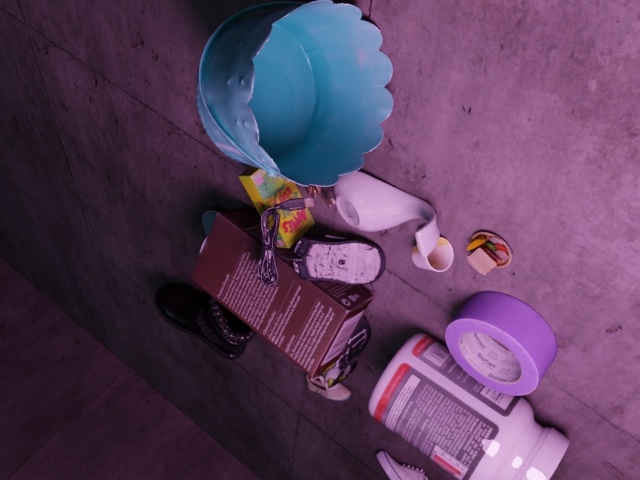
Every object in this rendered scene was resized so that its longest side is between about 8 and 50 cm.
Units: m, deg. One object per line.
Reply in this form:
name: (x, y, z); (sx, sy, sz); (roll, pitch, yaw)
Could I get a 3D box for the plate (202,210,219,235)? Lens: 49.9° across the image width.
plate: (-0.228, -0.005, 1.766); (0.188, 0.024, 0.188); (31, 146, 24)

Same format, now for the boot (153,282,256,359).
boot: (-0.342, 0.206, 2.040); (0.348, 0.131, 0.260); (31, 155, 3)

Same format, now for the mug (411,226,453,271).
mug: (0.202, 0.019, 1.261); (0.062, 0.078, 0.064); (21, 168, -24)

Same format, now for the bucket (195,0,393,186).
bucket: (-0.045, -0.227, 1.059); (0.183, 0.281, 0.281); (15, 138, 48)

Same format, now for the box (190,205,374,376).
box: (-0.092, 0.106, 1.543); (0.381, 0.143, 0.191); (36, 115, 18)

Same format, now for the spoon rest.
spoon rest: (0.119, -0.054, 1.259); (0.276, 0.084, 0.137); (30, 147, 48)

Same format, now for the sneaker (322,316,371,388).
sneaker: (0.033, 0.255, 1.685); (0.121, 0.111, 0.300); (44, 145, 19)

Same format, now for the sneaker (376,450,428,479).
sneaker: (0.254, 0.677, 1.934); (0.258, 0.091, 0.094); (43, 162, 48)

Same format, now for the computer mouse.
computer mouse: (0.000, 0.000, 1.402); (0.060, 0.262, 0.184); (-94, 2, -77)

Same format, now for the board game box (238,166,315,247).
board game box: (-0.088, -0.084, 1.439); (0.043, 0.092, 0.181); (4, 130, 47)

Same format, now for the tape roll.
tape roll: (0.332, 0.191, 1.270); (0.189, 0.080, 0.189); (31, 146, 24)

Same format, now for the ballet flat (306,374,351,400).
ballet flat: (0.016, 0.409, 1.932); (0.168, 0.057, 0.052); (2, 118, 49)

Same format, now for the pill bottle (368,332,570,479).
pill bottle: (0.295, 0.367, 1.392); (0.363, 0.210, 0.210); (33, 147, 21)

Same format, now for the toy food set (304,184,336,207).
toy food set: (-0.044, -0.133, 1.321); (0.192, 0.038, 0.132); (54, 176, -5)

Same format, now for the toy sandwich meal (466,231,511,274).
toy sandwich meal: (0.286, 0.022, 1.175); (0.085, 0.029, 0.086); (31, 146, 23)
